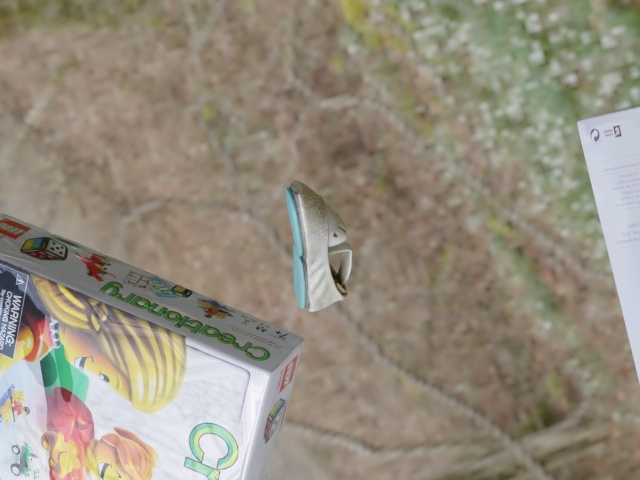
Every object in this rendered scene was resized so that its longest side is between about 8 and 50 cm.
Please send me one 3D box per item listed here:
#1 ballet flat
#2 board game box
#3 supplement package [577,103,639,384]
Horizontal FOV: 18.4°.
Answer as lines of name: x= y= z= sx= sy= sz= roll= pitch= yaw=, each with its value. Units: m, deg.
ballet flat: x=0.000 y=0.000 z=1.714 sx=0.168 sy=0.052 sz=0.057 roll=86 pitch=169 yaw=-55
board game box: x=-0.134 y=0.157 z=1.126 sx=0.193 sy=0.053 sz=0.305 roll=21 pitch=117 yaw=15
supplement package: x=0.268 y=0.008 z=1.018 sx=0.194 sy=0.149 sz=0.203 roll=-10 pitch=95 yaw=57
